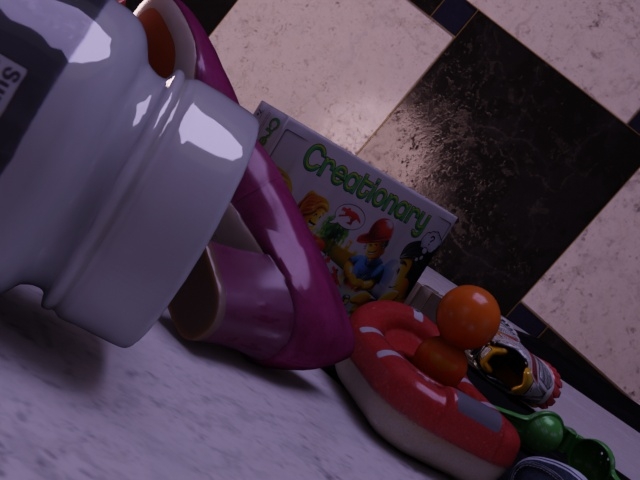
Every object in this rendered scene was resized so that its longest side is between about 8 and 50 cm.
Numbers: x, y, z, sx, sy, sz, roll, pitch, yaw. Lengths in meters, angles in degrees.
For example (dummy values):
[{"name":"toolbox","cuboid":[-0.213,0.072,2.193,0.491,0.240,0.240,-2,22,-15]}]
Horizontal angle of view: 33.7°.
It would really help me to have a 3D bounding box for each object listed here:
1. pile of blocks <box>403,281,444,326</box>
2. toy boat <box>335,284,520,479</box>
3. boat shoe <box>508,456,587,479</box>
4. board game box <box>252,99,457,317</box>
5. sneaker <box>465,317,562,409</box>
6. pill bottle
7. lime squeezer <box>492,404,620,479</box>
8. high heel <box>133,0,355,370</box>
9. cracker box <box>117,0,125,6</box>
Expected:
[{"name":"pile of blocks","cuboid":[0.042,0.034,1.442,0.362,0.112,0.149,28,7,-35]},{"name":"toy boat","cuboid":[0.112,0.109,0.979,0.151,0.151,0.231,30,6,-21]},{"name":"boat shoe","cuboid":[0.193,0.224,0.854,0.083,0.065,0.183,30,7,-31]},{"name":"board game box","cuboid":[0.000,0.000,1.111,0.305,0.193,0.053,25,9,-47]},{"name":"sneaker","cuboid":[0.269,0.168,1.618,0.093,0.088,0.225,24,9,-45]},{"name":"pill bottle","cuboid":[-0.233,-0.092,0.629,0.361,0.204,0.204,30,6,-15]},{"name":"lime squeezer","cuboid":[0.274,0.250,1.215,0.310,0.059,0.110,34,36,9]},{"name":"high heel","cuboid":[-0.082,-0.055,0.962,0.181,0.127,0.377,19,50,-47]},{"name":"cracker box","cuboid":[-0.301,-0.169,0.900,0.156,0.232,0.067,33,-38,14]}]
